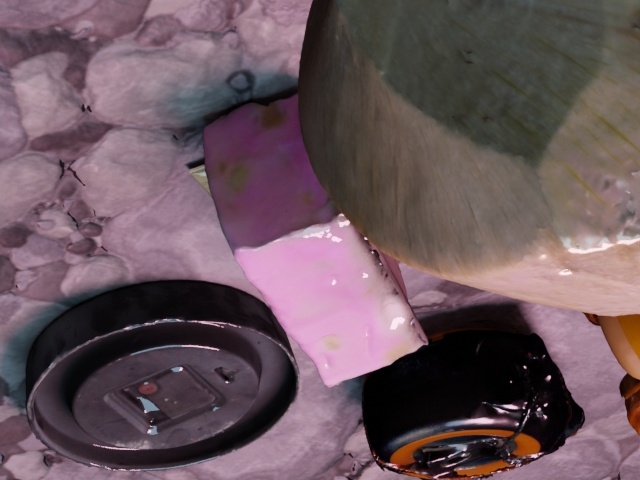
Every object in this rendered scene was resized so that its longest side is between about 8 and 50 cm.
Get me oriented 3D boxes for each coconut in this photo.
[{"bbox_3d":[0.167,-0.132,1.394,0.415,0.415,0.345,21,111,-38],"label":"coconut"}]

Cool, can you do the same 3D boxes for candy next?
[{"bbox_3d":[0.000,0.000,1.712,0.115,0.155,0.265,-24,143,7],"label":"candy"}]

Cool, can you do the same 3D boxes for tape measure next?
[{"bbox_3d":[0.155,0.179,2.020,0.222,0.135,0.202,-15,153,12],"label":"tape measure"}]

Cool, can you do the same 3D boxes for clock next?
[{"bbox_3d":[-0.160,0.140,1.936,0.280,0.055,0.281,-8,144,-6],"label":"clock"}]

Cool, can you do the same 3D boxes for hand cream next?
[{"bbox_3d":[-0.084,-0.042,1.746,0.035,0.022,0.102,-21,138,13],"label":"hand cream"}]

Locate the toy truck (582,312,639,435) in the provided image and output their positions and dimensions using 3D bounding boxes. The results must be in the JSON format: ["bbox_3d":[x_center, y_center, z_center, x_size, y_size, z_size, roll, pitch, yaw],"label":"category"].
[{"bbox_3d":[0.405,0.078,1.901,0.288,0.204,0.211,18,134,-43],"label":"toy truck"}]
